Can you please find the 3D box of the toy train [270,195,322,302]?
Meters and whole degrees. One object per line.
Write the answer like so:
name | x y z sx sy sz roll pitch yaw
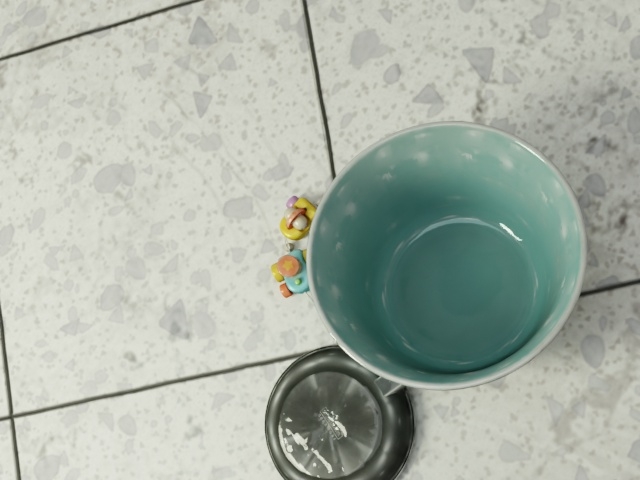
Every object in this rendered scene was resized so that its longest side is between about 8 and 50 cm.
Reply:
toy train | 0.000 0.000 1.683 0.125 0.046 0.166 15 86 21

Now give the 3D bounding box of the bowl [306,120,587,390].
bowl | 0.152 0.035 1.548 0.311 0.163 0.312 -4 71 12

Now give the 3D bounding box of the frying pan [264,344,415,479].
frying pan | 0.077 0.208 1.625 0.326 0.053 0.197 -16 77 19
